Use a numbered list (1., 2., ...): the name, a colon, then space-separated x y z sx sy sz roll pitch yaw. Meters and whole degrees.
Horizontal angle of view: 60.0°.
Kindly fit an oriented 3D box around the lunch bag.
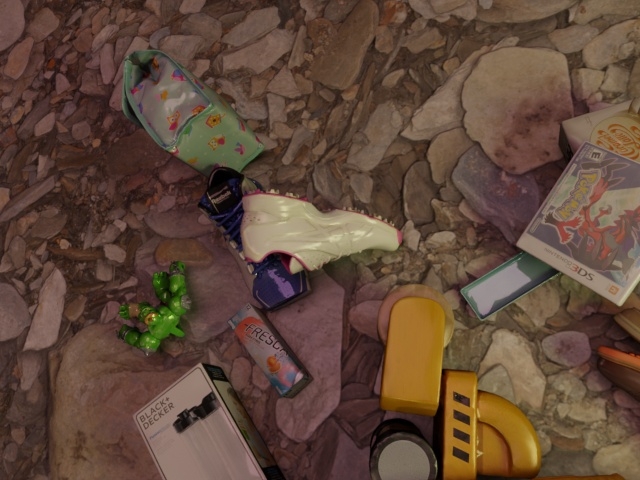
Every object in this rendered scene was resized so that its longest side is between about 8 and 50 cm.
1. lunch bag: -0.282 -0.262 1.158 0.160 0.223 0.262 -47 64 5

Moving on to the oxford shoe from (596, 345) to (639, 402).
1. oxford shoe: 0.539 0.285 0.771 0.364 0.130 0.132 37 99 30

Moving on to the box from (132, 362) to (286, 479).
1. box: -0.193 0.385 0.987 0.169 0.087 0.290 -37 65 3

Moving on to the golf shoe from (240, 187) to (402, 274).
1. golf shoe: 0.000 0.000 0.995 0.306 0.115 0.140 11 84 -17

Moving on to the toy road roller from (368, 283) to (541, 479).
1. toy road roller: 0.201 0.242 0.856 0.241 0.202 0.329 3 78 6

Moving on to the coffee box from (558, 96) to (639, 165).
1. coffee box: 0.507 -0.095 0.919 0.141 0.098 0.246 -16 68 15

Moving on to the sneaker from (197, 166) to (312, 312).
1. sneaker: -0.148 -0.019 1.058 0.127 0.182 0.315 -31 66 7

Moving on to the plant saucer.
1. plant saucer: 0.342 0.064 0.964 0.192 0.018 0.067 -33 66 6

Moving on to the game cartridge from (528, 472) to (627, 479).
1. game cartridge: 0.258 0.455 0.714 0.324 0.053 0.285 -4 90 0

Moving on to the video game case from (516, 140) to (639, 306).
1. video game case: 0.434 -0.031 0.857 0.183 0.023 0.201 38 102 37

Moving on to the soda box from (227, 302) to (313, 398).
1. soda box: -0.094 0.203 1.030 0.058 0.063 0.183 -43 65 0

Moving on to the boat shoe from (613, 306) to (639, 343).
1. boat shoe: 0.561 0.163 0.779 0.285 0.105 0.089 36 100 45

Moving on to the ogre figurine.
1. ogre figurine: -0.325 0.143 1.113 0.197 0.096 0.118 -38 46 -14
